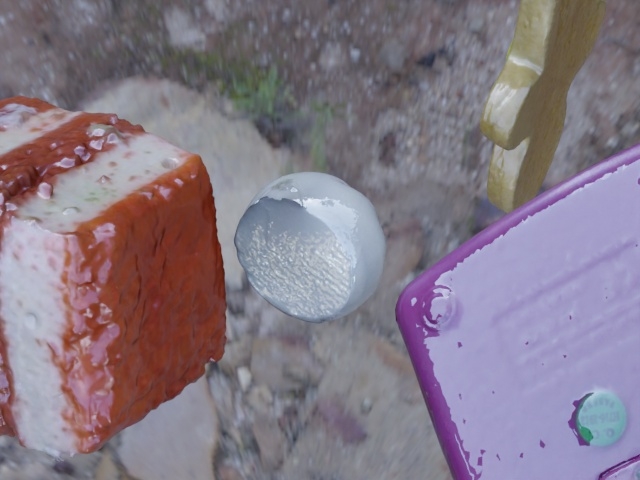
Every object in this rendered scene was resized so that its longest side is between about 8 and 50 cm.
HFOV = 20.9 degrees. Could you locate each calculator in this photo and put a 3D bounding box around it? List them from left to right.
[{"bbox_3d":[0.098,0.070,0.499,0.126,0.034,0.190,-32,69,27],"label":"calculator"}]

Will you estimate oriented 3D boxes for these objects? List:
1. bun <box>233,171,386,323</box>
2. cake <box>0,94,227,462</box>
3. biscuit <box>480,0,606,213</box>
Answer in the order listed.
[{"bbox_3d":[0.000,0.000,1.922,0.173,0.173,0.120,41,43,7],"label":"bun"},{"bbox_3d":[-0.278,0.026,1.736,0.319,0.269,0.270,15,120,26],"label":"cake"},{"bbox_3d":[0.132,-0.118,1.024,0.035,0.240,0.158,25,39,18],"label":"biscuit"}]
